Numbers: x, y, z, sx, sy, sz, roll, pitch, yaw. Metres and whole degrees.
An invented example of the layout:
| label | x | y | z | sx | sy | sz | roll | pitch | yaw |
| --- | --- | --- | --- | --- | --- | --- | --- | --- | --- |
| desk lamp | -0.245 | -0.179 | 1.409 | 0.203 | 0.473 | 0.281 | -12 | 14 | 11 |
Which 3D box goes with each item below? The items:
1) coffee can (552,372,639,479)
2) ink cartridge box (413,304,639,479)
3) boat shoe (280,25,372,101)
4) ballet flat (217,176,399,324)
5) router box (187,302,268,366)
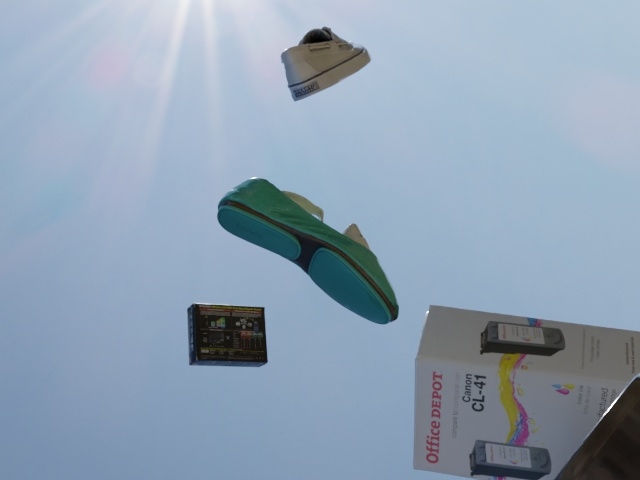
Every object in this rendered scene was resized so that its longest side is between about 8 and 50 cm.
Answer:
| label | x | y | z | sx | sy | sz | roll | pitch | yaw |
| --- | --- | --- | --- | --- | --- | --- | --- | --- | --- |
| coffee can | 0.345 | 0.284 | 0.893 | 0.275 | 0.201 | 0.201 | 38 | -142 | 19 |
| ink cartridge box | 0.291 | 0.231 | 1.394 | 0.131 | 0.306 | 0.226 | -67 | -22 | -56 |
| boat shoe | 0.003 | -0.288 | 1.531 | 0.088 | 0.096 | 0.267 | 66 | -151 | -12 |
| ballet flat | 0.000 | 0.000 | 1.142 | 0.247 | 0.083 | 0.087 | 32 | -126 | 5 |
| router box | -0.146 | 0.148 | 1.532 | 0.122 | 0.038 | 0.092 | 6 | -112 | -25 |
